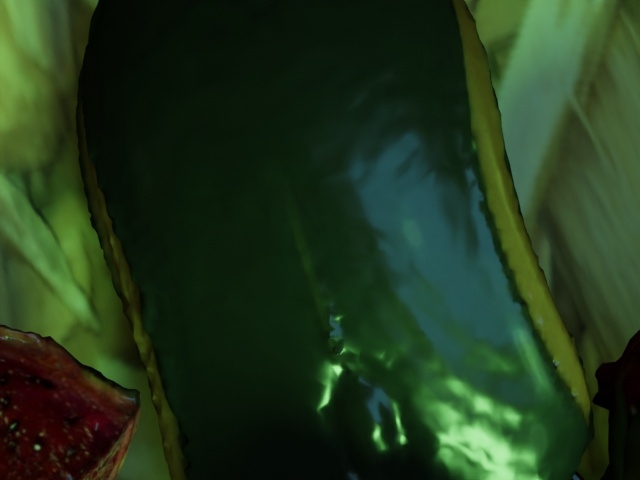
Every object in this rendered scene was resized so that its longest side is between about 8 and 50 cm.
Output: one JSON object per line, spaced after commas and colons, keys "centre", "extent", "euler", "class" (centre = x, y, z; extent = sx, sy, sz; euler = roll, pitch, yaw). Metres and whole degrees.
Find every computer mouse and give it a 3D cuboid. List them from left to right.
{"centre": [-0.001, -0.001, 0.810], "extent": [0.183, 0.116, 0.323], "euler": [-18, 84, 9], "class": "computer mouse"}

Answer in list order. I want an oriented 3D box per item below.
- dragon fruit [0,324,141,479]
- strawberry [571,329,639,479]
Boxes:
{"centre": [-0.198, 0.139, 0.727], "extent": [0.262, 0.163, 0.189], "euler": [-45, 136, -42], "class": "dragon fruit"}
{"centre": [0.234, 0.155, 0.860], "extent": [0.257, 0.261, 0.261], "euler": [0, 86, 7], "class": "strawberry"}
